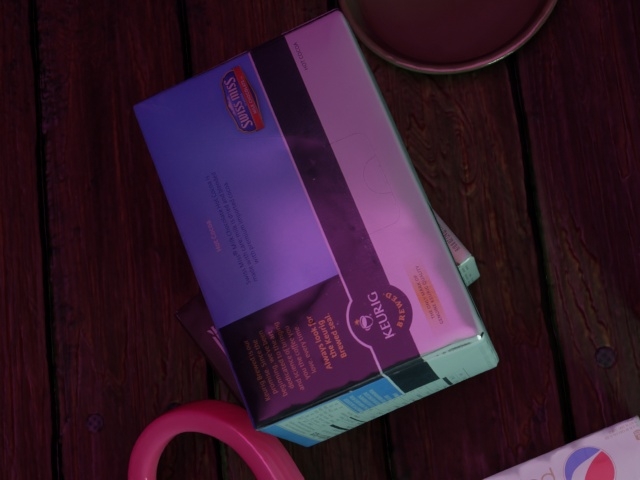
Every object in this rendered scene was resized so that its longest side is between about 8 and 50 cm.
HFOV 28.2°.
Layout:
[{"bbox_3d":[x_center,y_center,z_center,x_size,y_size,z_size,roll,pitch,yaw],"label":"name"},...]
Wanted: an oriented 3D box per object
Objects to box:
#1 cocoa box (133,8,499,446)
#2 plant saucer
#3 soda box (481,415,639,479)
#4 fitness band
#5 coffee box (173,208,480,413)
[{"bbox_3d":[0.000,0.000,1.260,0.228,0.231,0.347,-24,74,6],"label":"cocoa box"},{"bbox_3d":[0.155,-0.326,1.529,0.278,0.041,0.278,-3,77,12],"label":"plant saucer"},{"bbox_3d":[0.254,0.262,1.357,0.216,0.069,0.074,-24,74,5],"label":"soda box"},{"bbox_3d":[-0.094,0.311,1.369,0.209,0.054,0.291,-34,85,33],"label":"fitness band"},{"bbox_3d":[0.010,0.061,1.429,0.297,0.119,0.168,-40,73,1],"label":"coffee box"}]
